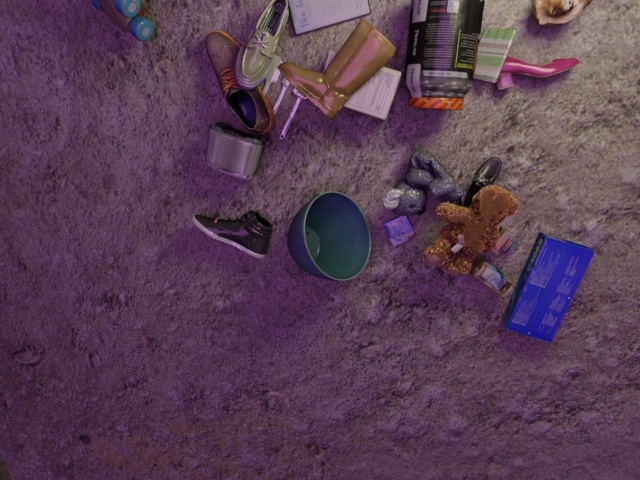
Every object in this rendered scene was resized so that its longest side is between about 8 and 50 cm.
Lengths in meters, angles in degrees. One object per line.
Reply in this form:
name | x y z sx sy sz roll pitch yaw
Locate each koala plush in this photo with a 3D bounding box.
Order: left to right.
koala plush | 0.309 -0.163 1.467 0.221 0.196 0.203 -42 68 19

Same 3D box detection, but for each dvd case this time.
dvd case | 0.017 -0.769 1.416 0.252 0.022 0.181 -11 104 11

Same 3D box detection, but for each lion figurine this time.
lion figurine | 0.723 -0.808 1.263 0.239 0.142 0.393 0 92 16

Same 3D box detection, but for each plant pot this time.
plant pot | 0.000 0.000 1.528 0.195 0.290 0.291 -15 106 48

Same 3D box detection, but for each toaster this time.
toaster | -0.283 -0.300 1.538 0.226 0.129 0.147 18 111 0

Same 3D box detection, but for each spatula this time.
spatula | -0.134 -0.473 1.523 0.168 0.019 0.242 27 107 -1

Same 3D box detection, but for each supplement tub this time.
supplement tub | 0.356 -0.561 1.330 0.206 0.207 0.339 5 106 6

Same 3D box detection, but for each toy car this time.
toy car | -0.590 -0.810 1.433 0.219 0.210 0.238 39 79 10

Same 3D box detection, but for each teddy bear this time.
teddy bear | 0.462 -0.032 1.428 0.244 0.113 0.339 13 117 0

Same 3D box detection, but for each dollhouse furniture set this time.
dollhouse furniture set | 0.607 0.072 1.514 0.129 0.129 0.184 35 107 -3

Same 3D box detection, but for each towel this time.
towel | 0.517 -0.560 1.371 0.023 0.113 0.152 6 111 -39

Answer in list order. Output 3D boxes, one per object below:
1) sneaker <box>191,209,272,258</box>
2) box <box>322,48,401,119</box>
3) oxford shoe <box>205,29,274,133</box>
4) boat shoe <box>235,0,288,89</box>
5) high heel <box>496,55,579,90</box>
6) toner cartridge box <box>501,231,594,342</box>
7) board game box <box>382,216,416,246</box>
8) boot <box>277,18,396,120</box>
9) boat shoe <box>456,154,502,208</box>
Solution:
sneaker | -0.305 -0.062 1.624 0.295 0.105 0.147 25 106 -6
box | 0.120 -0.484 1.427 0.232 0.127 0.149 19 106 2
oxford shoe | -0.270 -0.517 1.465 0.129 0.133 0.364 -29 96 18
boat shoe | -0.183 -0.614 1.393 0.109 0.094 0.303 21 84 -7
high heel | 0.642 -0.542 1.369 0.243 0.082 0.117 -11 101 18
toner cartridge box | 0.765 0.162 1.545 0.165 0.075 0.348 18 107 4
board game box | 0.277 -0.037 1.587 0.089 0.020 0.090 -25 101 15
boot | 0.044 -0.525 1.321 0.236 0.089 0.270 38 106 -13
boat shoe | 0.527 -0.184 1.486 0.075 0.065 0.206 33 107 -2
